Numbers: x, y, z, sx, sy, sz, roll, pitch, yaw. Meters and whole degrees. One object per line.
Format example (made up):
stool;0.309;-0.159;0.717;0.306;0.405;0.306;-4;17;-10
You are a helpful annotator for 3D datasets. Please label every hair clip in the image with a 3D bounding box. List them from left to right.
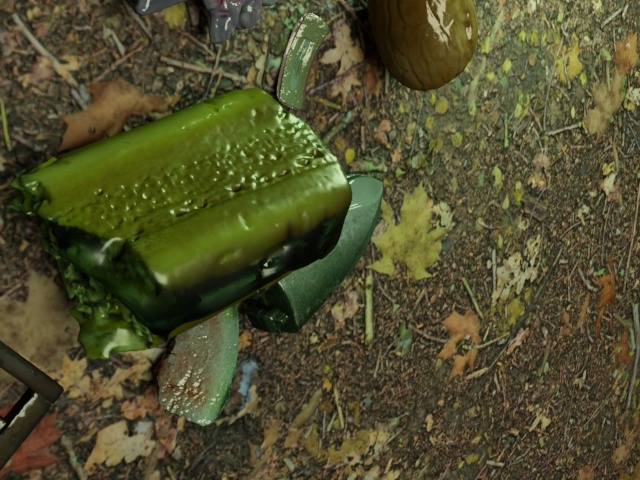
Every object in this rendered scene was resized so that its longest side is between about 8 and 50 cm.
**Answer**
hair clip;-0.145;-0.308;0.949;0.278;0.090;0.137;-14;119;-39
hair clip;-0.028;-0.254;1.115;0.054;0.022;0.137;17;90;-43

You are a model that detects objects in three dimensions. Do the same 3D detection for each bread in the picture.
bread;-0.148;-0.026;0.932;0.376;0.251;0.208;-30;163;-34

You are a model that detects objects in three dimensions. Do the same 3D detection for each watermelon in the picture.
watermelon;-0.164;0.160;1.077;0.094;0.081;0.180;40;58;-25

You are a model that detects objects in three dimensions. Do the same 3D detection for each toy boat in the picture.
toy boat;0.000;0.000;1.169;0.319;0.092;0.141;-45;127;-33

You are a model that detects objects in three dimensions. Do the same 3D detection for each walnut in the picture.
walnut;0.155;-0.327;1.168;0.167;0.167;0.207;-38;122;-29

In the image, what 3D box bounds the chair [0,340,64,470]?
chair;-0.464;0.054;0.669;0.203;0.240;0.416;-53;134;-18
